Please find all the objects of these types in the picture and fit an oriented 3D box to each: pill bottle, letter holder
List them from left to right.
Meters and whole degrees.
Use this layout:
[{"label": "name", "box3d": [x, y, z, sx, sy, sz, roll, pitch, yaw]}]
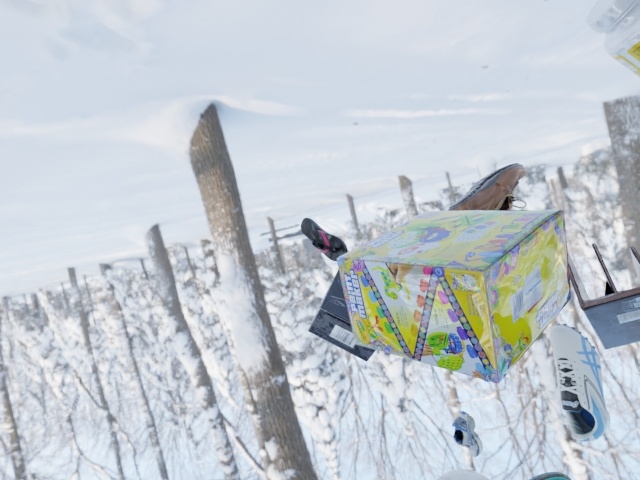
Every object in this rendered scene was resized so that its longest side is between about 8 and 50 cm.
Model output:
[{"label": "letter holder", "box3d": [0.723, 0.110, 1.152, 0.152, 0.214, 0.302, -24, 139, 27]}, {"label": "pill bottle", "box3d": [0.823, -0.487, 1.105, 0.188, 0.334, 0.188, -56, -176, 6]}]

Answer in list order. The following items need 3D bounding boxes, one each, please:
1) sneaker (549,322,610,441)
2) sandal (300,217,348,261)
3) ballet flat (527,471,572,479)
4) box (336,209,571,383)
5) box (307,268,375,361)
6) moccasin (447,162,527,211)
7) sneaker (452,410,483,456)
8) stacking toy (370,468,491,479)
[{"label": "sneaker", "box3d": [0.511, 0.284, 0.922, 0.086, 0.237, 0.085, -16, 180, -34]}, {"label": "sandal", "box3d": [0.000, 0.000, 1.242, 0.179, 0.067, 0.040, 38, -153, 31]}, {"label": "ballet flat", "box3d": [0.284, 0.402, 0.668, 0.188, 0.070, 0.070, -37, -176, -6]}, {"label": "box", "box3d": [0.237, 0.067, 0.813, 0.290, 0.177, 0.279, -25, -161, -39]}, {"label": "box", "box3d": [0.077, 0.169, 1.078, 0.093, 0.156, 0.158, -64, 177, 39]}, {"label": "moccasin", "box3d": [0.561, -0.134, 1.483, 0.380, 0.147, 0.139, -36, -178, -39]}, {"label": "sneaker", "box3d": [0.355, 0.487, 1.142, 0.058, 0.135, 0.052, -31, -161, -21]}, {"label": "stacking toy", "box3d": [0.094, 0.522, 0.752, 0.480, 0.350, 0.350, -16, -178, -14]}]
